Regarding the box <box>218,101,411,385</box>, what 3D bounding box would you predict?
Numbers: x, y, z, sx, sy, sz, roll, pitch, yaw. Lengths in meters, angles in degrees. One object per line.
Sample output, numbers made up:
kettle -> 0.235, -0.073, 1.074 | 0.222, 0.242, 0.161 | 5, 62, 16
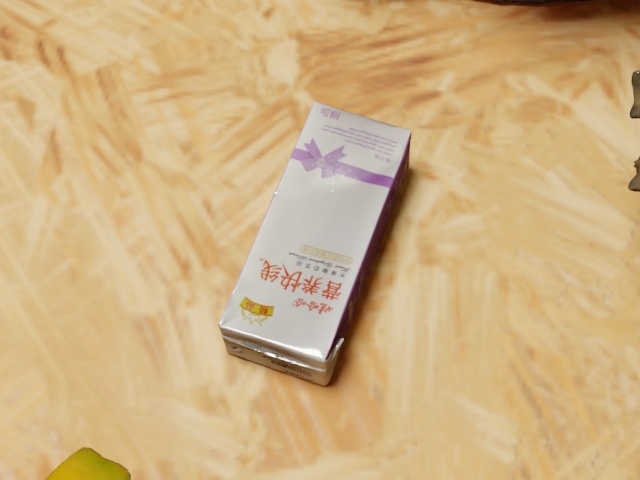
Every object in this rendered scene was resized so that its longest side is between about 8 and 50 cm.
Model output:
box -> 0.000, 0.000, 0.482 | 0.050, 0.036, 0.117 | 16, 66, 11

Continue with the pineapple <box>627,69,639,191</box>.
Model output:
pineapple -> 0.236, 0.063, 0.386 | 0.175, 0.175, 0.361 | -19, 74, -7

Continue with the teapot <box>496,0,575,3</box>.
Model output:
teapot -> 0.142, -0.299, 0.511 | 0.376, 0.305, 0.362 | 12, 72, -24

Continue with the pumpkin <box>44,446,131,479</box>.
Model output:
pumpkin -> -0.131, 0.201, 0.355 | 0.248, 0.126, 0.131 | -32, 58, -33
